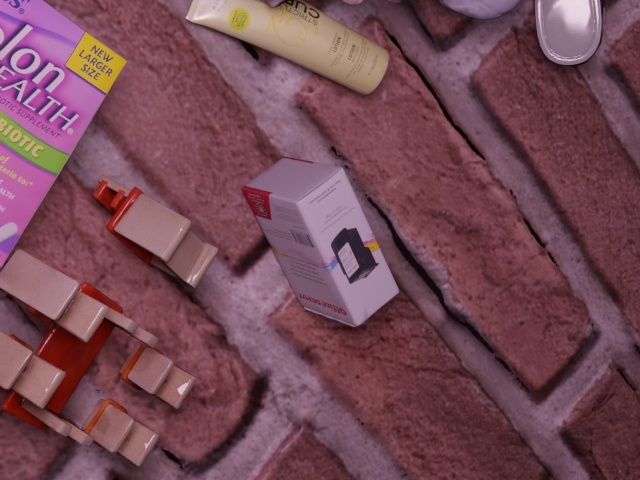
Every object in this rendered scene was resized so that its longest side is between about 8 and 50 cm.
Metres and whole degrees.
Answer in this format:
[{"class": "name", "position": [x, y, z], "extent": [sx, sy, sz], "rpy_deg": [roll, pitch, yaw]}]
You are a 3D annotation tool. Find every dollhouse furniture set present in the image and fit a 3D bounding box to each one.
[{"class": "dollhouse furniture set", "position": [-0.234, 0.076, 1.270], "extent": [0.259, 0.135, 0.262], "rpy_deg": [-58, 149, -12]}]

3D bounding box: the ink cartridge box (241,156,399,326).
[{"class": "ink cartridge box", "position": [0.000, 0.000, 1.418], "extent": [0.072, 0.127, 0.175], "rpy_deg": [-38, 118, -23]}]

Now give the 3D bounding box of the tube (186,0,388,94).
[{"class": "tube", "position": [-0.034, -0.239, 1.391], "extent": [0.240, 0.070, 0.062], "rpy_deg": [24, 130, -26]}]

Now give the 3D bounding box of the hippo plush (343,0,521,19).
[{"class": "hippo plush", "position": [0.118, -0.359, 1.408], "extent": [0.236, 0.234, 0.294], "rpy_deg": [27, 42, -50]}]

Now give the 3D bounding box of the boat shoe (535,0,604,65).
[{"class": "boat shoe", "position": [0.315, -0.376, 1.563], "extent": [0.114, 0.091, 0.303], "rpy_deg": [6, 101, 12]}]

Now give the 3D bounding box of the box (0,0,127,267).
[{"class": "box", "position": [-0.348, -0.134, 1.179], "extent": [0.213, 0.117, 0.243], "rpy_deg": [35, 80, -32]}]

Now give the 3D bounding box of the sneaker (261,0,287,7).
[{"class": "sneaker", "position": [-0.048, -0.356, 1.318], "extent": [0.163, 0.226, 0.086], "rpy_deg": [-36, 147, 18]}]
